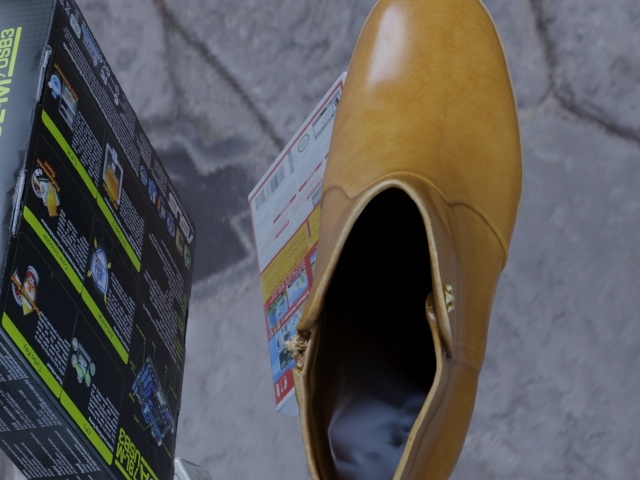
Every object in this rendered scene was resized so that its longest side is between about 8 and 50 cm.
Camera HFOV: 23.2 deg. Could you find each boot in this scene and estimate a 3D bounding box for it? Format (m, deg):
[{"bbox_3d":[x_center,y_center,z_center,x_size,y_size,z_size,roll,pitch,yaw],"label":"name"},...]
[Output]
[{"bbox_3d":[0.045,-0.014,0.740,0.104,0.211,0.295,4,81,7],"label":"boot"}]

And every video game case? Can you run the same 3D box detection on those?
[{"bbox_3d":[0.000,0.000,1.518,0.025,0.204,0.285,17,43,-27],"label":"video game case"}]

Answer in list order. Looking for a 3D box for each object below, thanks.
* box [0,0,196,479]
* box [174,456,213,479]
[{"bbox_3d":[-0.107,0.015,0.684,0.045,0.190,0.184,-6,53,14],"label":"box"},{"bbox_3d":[-0.188,0.334,1.508,0.232,0.127,0.148,-30,76,0],"label":"box"}]
